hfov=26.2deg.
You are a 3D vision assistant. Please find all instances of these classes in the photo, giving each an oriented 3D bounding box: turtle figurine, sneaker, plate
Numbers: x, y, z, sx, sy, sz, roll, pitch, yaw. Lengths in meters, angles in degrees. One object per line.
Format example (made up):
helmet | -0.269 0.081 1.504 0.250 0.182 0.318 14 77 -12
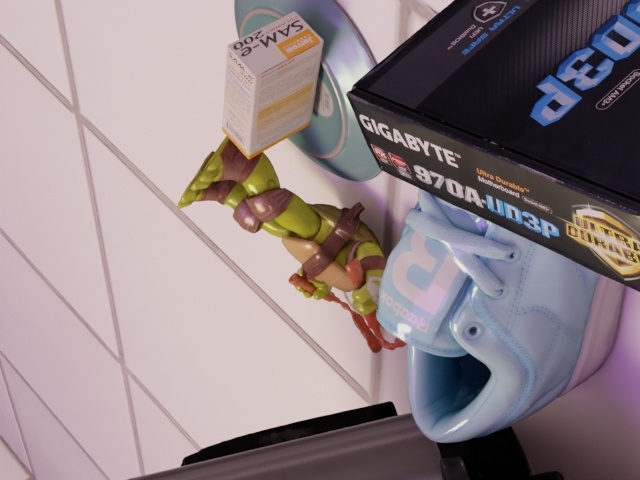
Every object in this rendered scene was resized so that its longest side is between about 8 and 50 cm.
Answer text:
turtle figurine | 0.000 0.000 1.085 0.217 0.087 0.269 36 174 -9
sneaker | 0.106 0.000 0.830 0.135 0.150 0.366 35 148 37
plate | -0.015 -0.124 1.056 0.188 0.024 0.188 42 151 30

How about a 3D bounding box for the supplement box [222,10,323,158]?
supplement box | -0.036 -0.112 1.004 0.036 0.062 0.098 48 153 22

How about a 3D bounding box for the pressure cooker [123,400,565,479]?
pressure cooker | 0.050 0.322 1.038 0.370 0.420 0.375 -122 19 -85

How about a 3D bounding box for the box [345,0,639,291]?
box | 0.147 -0.085 0.568 0.175 0.220 0.051 30 154 46
